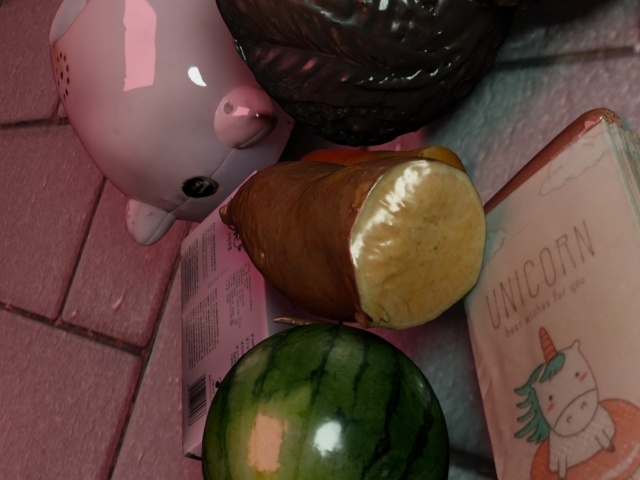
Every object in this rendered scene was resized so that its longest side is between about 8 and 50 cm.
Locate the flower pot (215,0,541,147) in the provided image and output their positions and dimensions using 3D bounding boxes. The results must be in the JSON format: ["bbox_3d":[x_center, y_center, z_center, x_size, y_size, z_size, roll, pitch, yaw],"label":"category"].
[{"bbox_3d":[0.091,-0.238,0.894,0.267,0.267,0.266,-21,54,38],"label":"flower pot"}]

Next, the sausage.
[{"bbox_3d":[0.170,-0.048,0.849,0.147,0.035,0.030,-44,7,33],"label":"sausage"}]

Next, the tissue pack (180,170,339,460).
[{"bbox_3d":[-0.058,0.076,1.063,0.148,0.093,0.246,-40,42,39],"label":"tissue pack"}]

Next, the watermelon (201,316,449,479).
[{"bbox_3d":[0.007,0.151,0.839,0.188,0.188,0.214,-38,24,40],"label":"watermelon"}]

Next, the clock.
[{"bbox_3d":[-0.153,-0.213,1.229,0.368,0.251,0.376,-39,42,39],"label":"clock"}]

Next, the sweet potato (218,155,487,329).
[{"bbox_3d":[0.002,-0.002,0.898,0.337,0.131,0.131,5,76,64],"label":"sweet potato"}]

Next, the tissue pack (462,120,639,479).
[{"bbox_3d":[0.179,0.093,0.713,0.170,0.071,0.325,-45,39,39],"label":"tissue pack"}]

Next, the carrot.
[{"bbox_3d":[0.043,-0.042,0.993,0.193,0.087,0.087,7,78,55],"label":"carrot"}]
